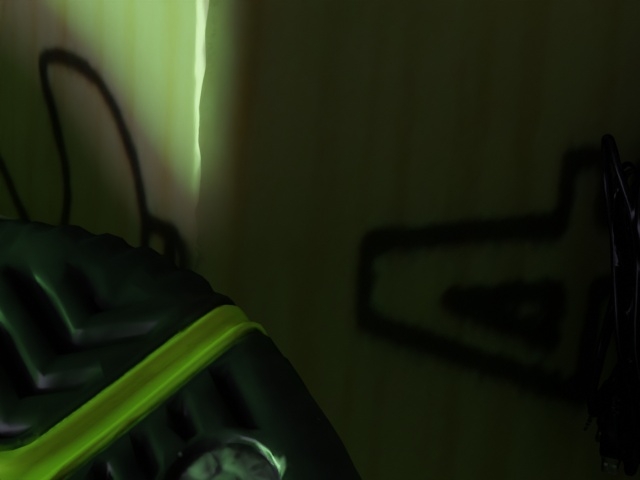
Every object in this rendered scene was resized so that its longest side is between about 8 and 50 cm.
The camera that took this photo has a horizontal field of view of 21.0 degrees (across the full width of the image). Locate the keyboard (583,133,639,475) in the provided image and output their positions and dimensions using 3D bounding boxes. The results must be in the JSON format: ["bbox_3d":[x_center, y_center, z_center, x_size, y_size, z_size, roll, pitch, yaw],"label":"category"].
[{"bbox_3d":[0.117,0.040,0.464,0.100,0.038,0.192,8,105,15],"label":"keyboard"}]

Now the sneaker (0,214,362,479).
[{"bbox_3d":[-0.085,0.072,0.423,0.384,0.145,0.147,45,161,41],"label":"sneaker"}]

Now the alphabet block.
[{"bbox_3d":[0.000,0.000,0.548,0.192,0.193,0.197,20,112,53],"label":"alphabet block"}]
